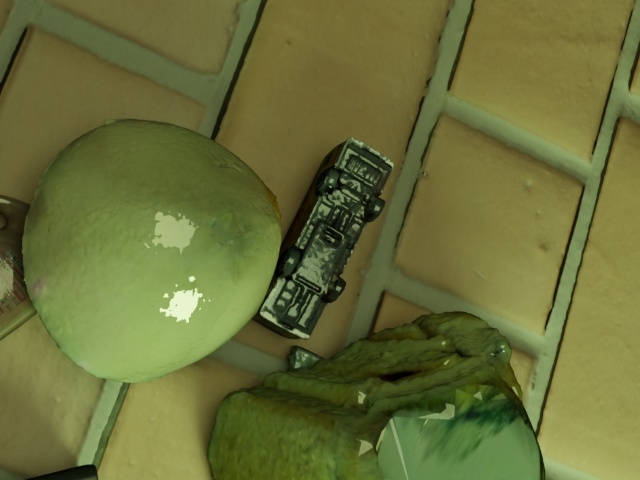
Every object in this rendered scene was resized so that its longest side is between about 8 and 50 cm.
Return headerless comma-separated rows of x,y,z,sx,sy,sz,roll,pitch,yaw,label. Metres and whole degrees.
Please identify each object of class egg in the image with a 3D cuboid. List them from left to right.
-0.174,-0.002,1.596,0.337,0.201,0.336,10,74,-39,egg

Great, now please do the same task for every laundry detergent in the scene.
-0.383,0.012,1.609,0.237,0.076,0.171,-42,99,-24,laundry detergent

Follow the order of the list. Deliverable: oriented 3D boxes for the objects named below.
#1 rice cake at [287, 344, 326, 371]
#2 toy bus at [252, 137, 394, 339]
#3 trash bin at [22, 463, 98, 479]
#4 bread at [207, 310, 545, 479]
0.051,0.191,1.773,0.211,0.043,0.034,24,84,-18,rice cake
0.000,0.000,1.753,0.092,0.106,0.268,30,73,-15,toy bus
-0.361,0.360,1.539,0.226,0.115,0.165,-9,83,-21,trash bin
0.081,0.259,1.629,0.395,0.264,0.239,-18,102,-18,bread
